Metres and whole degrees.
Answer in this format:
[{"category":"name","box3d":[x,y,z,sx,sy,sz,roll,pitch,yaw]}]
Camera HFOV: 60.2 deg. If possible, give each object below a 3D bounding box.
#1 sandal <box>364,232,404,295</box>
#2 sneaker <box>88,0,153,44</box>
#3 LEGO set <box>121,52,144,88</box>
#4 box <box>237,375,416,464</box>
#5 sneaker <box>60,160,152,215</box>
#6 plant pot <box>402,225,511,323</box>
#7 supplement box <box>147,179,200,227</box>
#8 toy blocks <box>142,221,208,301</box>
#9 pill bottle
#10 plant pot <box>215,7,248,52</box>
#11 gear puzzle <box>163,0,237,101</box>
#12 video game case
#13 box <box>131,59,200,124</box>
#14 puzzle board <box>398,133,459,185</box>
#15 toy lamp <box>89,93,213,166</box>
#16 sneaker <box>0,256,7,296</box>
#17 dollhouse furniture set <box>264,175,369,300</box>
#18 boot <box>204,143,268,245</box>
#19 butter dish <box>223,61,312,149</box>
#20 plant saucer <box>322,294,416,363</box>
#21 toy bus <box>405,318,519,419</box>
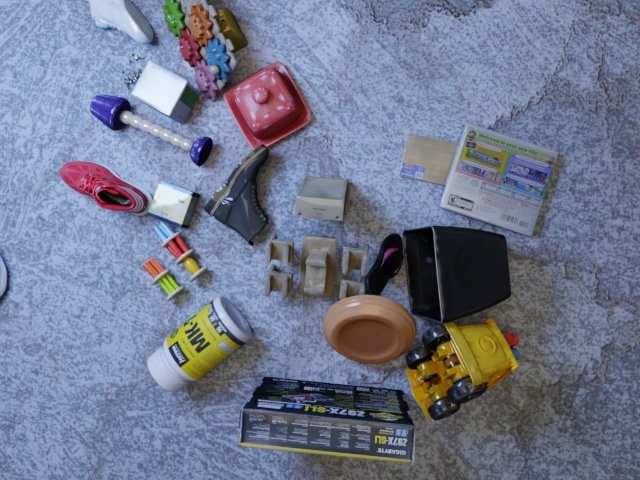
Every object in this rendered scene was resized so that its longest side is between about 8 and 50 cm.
[{"category":"sandal","box3d":[0.146,0.050,1.164,0.040,0.179,0.067,-18,116,40]},{"category":"sneaker","box3d":[-0.465,-0.505,1.247,0.094,0.080,0.212,-42,80,14]},{"category":"LEGO set","box3d":[-0.432,-0.388,1.261,0.054,0.023,0.083,-1,90,4]},{"category":"box","box3d":[0.017,0.352,1.113,0.321,0.257,0.079,5,91,3]},{"category":"sneaker","box3d":[-0.487,-0.125,1.211,0.221,0.128,0.087,20,90,2]},{"category":"plant pot","box3d":[0.284,0.061,1.145,0.166,0.188,0.188,-5,89,-10]},{"category":"supplement box","box3d":[-0.328,-0.080,1.236,0.083,0.056,0.083,20,91,4]},{"category":"toy blocks","box3d":[-0.344,0.043,1.238,0.123,0.054,0.148,-40,87,2]},{"category":"pill bottle","box3d":[-0.263,0.228,1.200,0.208,0.119,0.119,-39,87,3]},{"category":"plant pot","box3d":[-0.220,-0.464,1.218,0.081,0.083,0.082,-27,87,3]},{"category":"gear puzzle","box3d":[-0.293,-0.479,1.186,0.044,0.175,0.339,-26,87,-34]},{"category":"video game case","box3d":[0.387,-0.132,1.203,0.212,0.023,0.193,18,91,0]},{"category":"box","box3d":[-0.338,-0.323,1.216,0.102,0.101,0.087,30,92,3]},{"category":"puzzle board","box3d":[0.245,-0.178,1.224,0.128,0.011,0.097,12,91,4]},{"category":"toy lamp","box3d":[-0.381,-0.250,1.231,0.274,0.080,0.080,24,91,4]},{"category":"sneaker","box3d":[-0.793,0.137,1.219,0.114,0.152,0.305,9,89,6]},{"category":"dollhouse furniture set","box3d":[0.000,0.000,1.199,0.212,0.161,0.242,6,112,4]},{"category":"boot","box3d":[-0.145,-0.100,1.224,0.137,0.077,0.198,40,105,-2]},{"category":"butter dish","box3d":[-0.121,-0.301,1.194,0.159,0.118,0.160,-29,88,2]},{"category":"plant saucer","box3d":[0.101,0.196,1.159,0.199,0.037,0.200,4,129,5]},{"category":"toy bus","box3d":[0.308,0.258,1.147,0.211,0.220,0.150,-8,56,-25]}]
